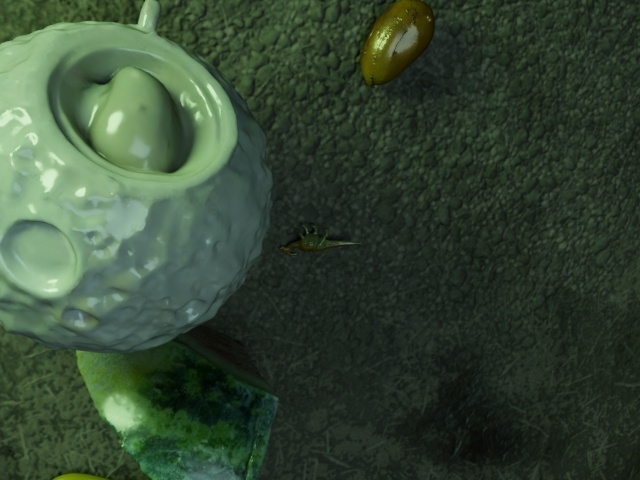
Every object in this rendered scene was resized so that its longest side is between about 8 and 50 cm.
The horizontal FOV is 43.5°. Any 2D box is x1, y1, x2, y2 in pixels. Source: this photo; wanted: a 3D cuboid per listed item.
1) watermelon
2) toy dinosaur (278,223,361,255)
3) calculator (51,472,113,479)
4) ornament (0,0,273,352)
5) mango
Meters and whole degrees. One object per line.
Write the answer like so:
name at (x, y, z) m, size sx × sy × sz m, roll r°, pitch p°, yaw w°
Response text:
watermelon at (-0.177, 0.221, 1.006) m, size 0.193 × 0.310 × 0.231 m, roll -60°, pitch 155°, yaw 5°
toy dinosaur at (-0.001, -0.003, 1.086) m, size 0.113 × 0.026 × 0.041 m, roll -9°, pitch 118°, yaw -9°
calculator at (-0.319, 0.389, 1.089) m, size 0.234 × 0.032 × 0.146 m, roll 24°, pitch 98°, yaw -28°
ornament at (-0.218, -0.045, 0.821) m, size 0.337 × 0.337 × 0.337 m, roll -7°, pitch 110°, yaw -20°
mango at (0.098, -0.251, 1.021) m, size 0.127 × 0.063 × 0.077 m, roll -51°, pitch 125°, yaw 0°
